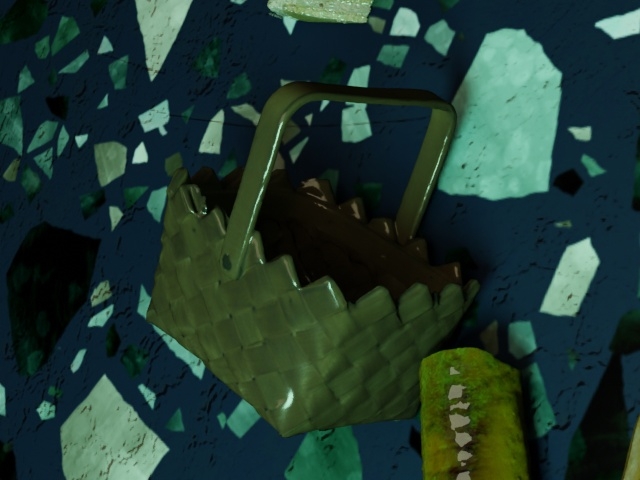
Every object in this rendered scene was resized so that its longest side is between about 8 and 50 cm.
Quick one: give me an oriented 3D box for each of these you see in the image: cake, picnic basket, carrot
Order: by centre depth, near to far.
[{"bbox_3d":[0.146,0.256,1.287,0.114,0.114,0.301,-16,65,36],"label":"carrot"},{"bbox_3d":[0.000,0.000,1.373,0.291,0.254,0.321,35,115,38],"label":"picnic basket"},{"bbox_3d":[0.002,-0.270,1.574,0.121,0.065,0.052,11,88,34],"label":"cake"}]

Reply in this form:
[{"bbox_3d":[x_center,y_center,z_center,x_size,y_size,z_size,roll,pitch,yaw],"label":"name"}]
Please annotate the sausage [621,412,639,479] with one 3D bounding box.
[{"bbox_3d":[0.292,0.252,1.170,0.105,0.105,0.274,14,89,41],"label":"sausage"}]
